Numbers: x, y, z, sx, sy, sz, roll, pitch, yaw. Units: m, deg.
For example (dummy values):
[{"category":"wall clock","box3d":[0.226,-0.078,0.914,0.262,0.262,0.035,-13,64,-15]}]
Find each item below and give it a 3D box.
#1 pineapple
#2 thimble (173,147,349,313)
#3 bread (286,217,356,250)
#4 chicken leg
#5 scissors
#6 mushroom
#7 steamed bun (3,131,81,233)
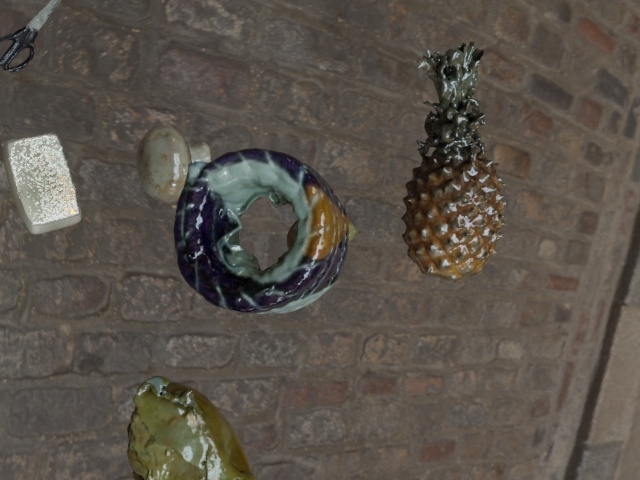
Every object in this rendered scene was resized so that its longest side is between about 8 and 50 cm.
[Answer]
[{"category":"pineapple","box3d":[0.206,-0.116,0.899,0.175,0.175,0.361,-21,122,-25]},{"category":"thimble","box3d":[-0.082,-0.015,0.801,0.237,0.237,0.150,-69,162,1]},{"category":"bread","box3d":[-0.008,-0.001,1.222,0.156,0.125,0.086,-57,136,-8]},{"category":"chicken leg","box3d":[-0.145,0.398,0.885,0.201,0.429,0.153,-50,163,17]},{"category":"scissors","box3d":[-0.688,-0.518,1.398,0.300,0.022,0.109,-37,165,17]},{"category":"mushroom","box3d":[-0.441,-0.237,1.787,0.244,0.243,0.243,-8,106,-29]},{"category":"steamed bun","box3d":[-0.702,-0.141,1.465,0.146,0.164,0.241,-17,94,-28]}]
